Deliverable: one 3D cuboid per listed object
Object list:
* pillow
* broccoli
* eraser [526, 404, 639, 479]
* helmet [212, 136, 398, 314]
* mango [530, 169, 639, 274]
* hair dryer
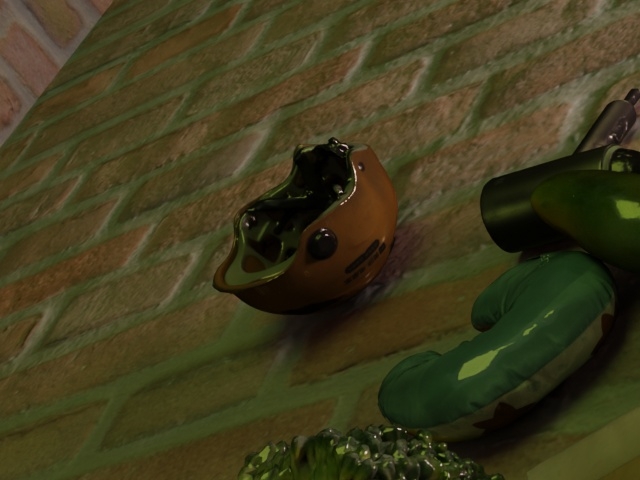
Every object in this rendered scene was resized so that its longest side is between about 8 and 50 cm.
[{"bbox_3d":[0.156,0.089,1.584,0.233,0.086,0.214,-42,17,-14],"label":"pillow"},{"bbox_3d":[0.028,0.256,1.313,0.248,0.288,0.245,15,70,28],"label":"broccoli"},{"bbox_3d":[0.228,0.234,1.193,0.144,0.078,0.343,-32,22,14],"label":"eraser"},{"bbox_3d":[0.000,0.000,1.935,0.224,0.130,0.198,-54,21,-11],"label":"helmet"},{"bbox_3d":[0.274,-0.022,1.565,0.122,0.085,0.191,-2,18,-25],"label":"mango"},{"bbox_3d":[0.288,-0.094,1.765,0.195,0.078,0.248,-16,25,40],"label":"hair dryer"}]
